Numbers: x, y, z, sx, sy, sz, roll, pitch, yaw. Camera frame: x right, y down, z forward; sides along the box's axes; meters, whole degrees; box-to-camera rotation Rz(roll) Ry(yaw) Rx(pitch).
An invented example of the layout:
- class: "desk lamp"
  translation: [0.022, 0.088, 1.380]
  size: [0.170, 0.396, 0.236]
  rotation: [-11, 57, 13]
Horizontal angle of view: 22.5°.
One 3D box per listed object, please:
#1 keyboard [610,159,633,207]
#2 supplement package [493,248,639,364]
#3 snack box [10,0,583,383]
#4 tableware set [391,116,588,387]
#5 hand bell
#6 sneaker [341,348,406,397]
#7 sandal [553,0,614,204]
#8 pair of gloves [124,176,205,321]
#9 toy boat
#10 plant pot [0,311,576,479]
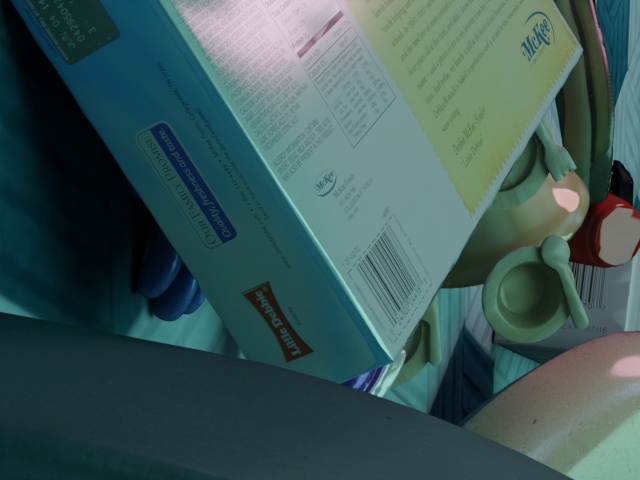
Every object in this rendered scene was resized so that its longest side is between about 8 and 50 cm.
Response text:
- class: "keyboard"
  translation: [0.292, 0.020, 1.628]
  size: [0.100, 0.038, 0.192]
  rotation: [-98, -174, -75]
- class: "supplement package"
  translation: [0.216, 0.048, 1.310]
  size: [0.179, 0.105, 0.105]
  rotation: [25, 71, -67]
- class: "snack box"
  translation: [0.012, -0.094, 0.693]
  size: [0.187, 0.060, 0.322]
  rotation: [58, 32, -13]
- class: "tableware set"
  translation: [0.067, 0.003, 0.872]
  size: [0.020, 0.169, 0.141]
  rotation: [-143, -145, -70]
- class: "hand bell"
  translation: [0.056, -0.106, 0.898]
  size: [0.242, 0.126, 0.126]
  rotation: [66, 32, -29]
- class: "sneaker"
  translation: [0.000, 0.000, 0.753]
  size: [0.071, 0.068, 0.170]
  rotation: [23, 65, -56]
- class: "sandal"
  translation: [0.138, -0.159, 1.061]
  size: [0.120, 0.086, 0.302]
  rotation: [68, 17, -56]
- class: "pair of gloves"
  translation: [-0.035, -0.037, 0.739]
  size: [0.198, 0.023, 0.159]
  rotation: [22, 74, -69]
- class: "toy boat"
  translation: [0.175, 0.100, 1.133]
  size: [0.267, 0.148, 0.318]
  rotation: [-18, 110, -27]
- class: "plant pot"
  translation: [-0.041, 0.117, 0.458]
  size: [0.165, 0.234, 0.165]
  rotation: [-8, 101, -69]
